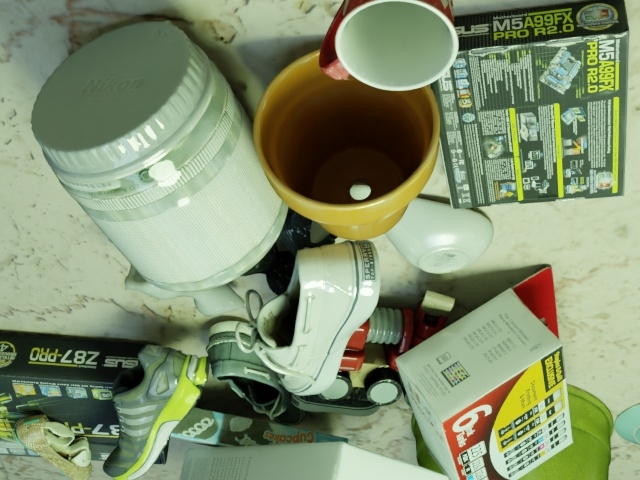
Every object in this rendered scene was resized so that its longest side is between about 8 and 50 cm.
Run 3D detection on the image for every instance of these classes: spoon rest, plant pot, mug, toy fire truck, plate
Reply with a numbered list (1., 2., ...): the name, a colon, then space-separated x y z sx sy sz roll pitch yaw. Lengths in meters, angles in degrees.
1. spoon rest: 0.114 -0.018 1.350 0.276 0.084 0.137 12 146 -31
2. plant pot: 0.038 -0.094 1.169 0.205 0.205 0.188 0 158 7
3. mug: 0.060 -0.243 0.972 0.150 0.169 0.113 -8 141 18
4. toy fire truck: 0.105 0.136 1.505 0.217 0.158 0.246 7 123 -10
5. plant pot: 0.339 0.481 1.730 0.367 0.353 0.366 3 142 3
6. plate: 0.623 0.336 1.774 0.188 0.024 0.188 4 143 3

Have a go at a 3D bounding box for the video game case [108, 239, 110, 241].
1. video game case: -0.212 -0.013 1.434 0.119 0.015 0.166 31 136 -29

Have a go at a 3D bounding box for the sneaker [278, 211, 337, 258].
1. sneaker: 0.001 -0.002 1.391 0.089 0.051 0.170 -14 135 31

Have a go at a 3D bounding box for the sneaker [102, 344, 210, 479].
1. sneaker: -0.291 0.273 1.619 0.121 0.111 0.300 29 117 -11

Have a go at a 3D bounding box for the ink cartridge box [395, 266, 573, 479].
1. ink cartridge box: 0.281 0.226 1.491 0.272 0.130 0.309 -32 141 -7

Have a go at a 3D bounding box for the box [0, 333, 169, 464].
1. box: -0.479 0.287 1.794 0.395 0.097 0.318 4 144 -1

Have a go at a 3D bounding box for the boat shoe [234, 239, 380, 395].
1. boat shoe: -0.043 0.115 1.355 0.157 0.135 0.367 1 153 -16

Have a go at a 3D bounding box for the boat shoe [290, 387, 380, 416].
1. boat shoe: 0.041 0.250 1.706 0.183 0.065 0.083 8 112 -35

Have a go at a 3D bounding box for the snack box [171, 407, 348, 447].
1. snack box: -0.119 0.358 1.803 0.322 0.060 0.187 12 166 -2

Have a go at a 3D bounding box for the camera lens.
1. camera lens: -0.177 -0.088 1.163 0.219 0.219 0.274 -10 140 20

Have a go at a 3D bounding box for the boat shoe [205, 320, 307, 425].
1. boat shoe: -0.106 0.256 1.699 0.116 0.099 0.319 -12 142 16

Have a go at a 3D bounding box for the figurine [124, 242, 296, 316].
1. figurine: -0.139 0.048 1.434 0.215 0.092 0.209 -18 149 25

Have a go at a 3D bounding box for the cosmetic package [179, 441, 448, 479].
1. cosmetic package: -0.033 0.439 1.633 0.230 0.161 0.453 25 155 -32

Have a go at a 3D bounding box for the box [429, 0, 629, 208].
1. box: 0.245 -0.149 1.162 0.216 0.060 0.270 -5 142 13

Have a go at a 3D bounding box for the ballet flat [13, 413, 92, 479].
1. ballet flat: -0.455 0.369 1.769 0.067 0.073 0.206 -27 139 13
